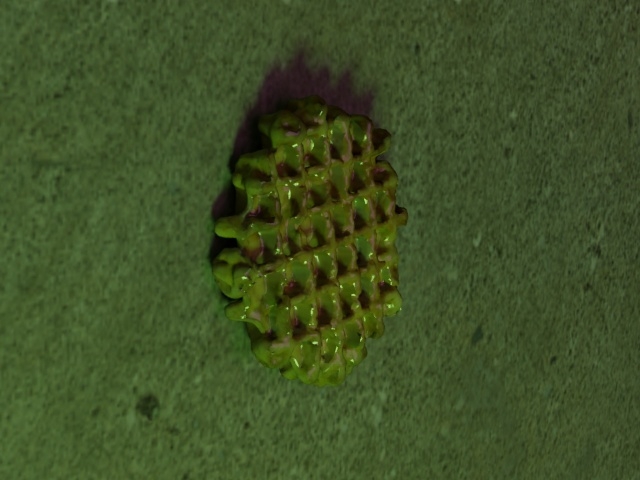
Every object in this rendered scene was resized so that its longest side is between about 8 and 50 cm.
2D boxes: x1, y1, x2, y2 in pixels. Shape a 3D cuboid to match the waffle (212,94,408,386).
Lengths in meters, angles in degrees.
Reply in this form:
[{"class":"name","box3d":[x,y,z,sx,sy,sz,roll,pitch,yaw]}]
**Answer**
[{"class":"waffle","box3d":[-0.003,0.002,1.212,0.191,0.038,0.191,-9,101,-54]}]
